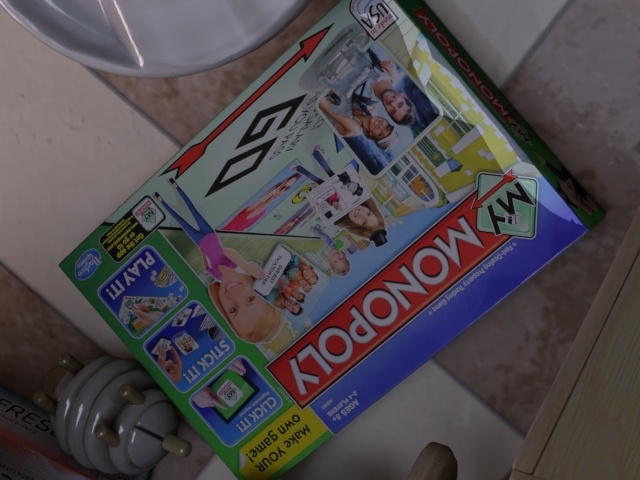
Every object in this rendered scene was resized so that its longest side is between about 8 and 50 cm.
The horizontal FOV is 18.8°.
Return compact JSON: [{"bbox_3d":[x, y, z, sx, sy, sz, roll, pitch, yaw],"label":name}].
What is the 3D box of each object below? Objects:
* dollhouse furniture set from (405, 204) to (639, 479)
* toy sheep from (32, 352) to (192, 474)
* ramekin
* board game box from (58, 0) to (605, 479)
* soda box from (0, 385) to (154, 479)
[{"bbox_3d":[0.228,0.183,1.150,0.362,0.256,0.394,17,142,20],"label":"dollhouse furniture set"},{"bbox_3d":[-0.144,0.122,1.349,0.132,0.091,0.091,28,115,32],"label":"toy sheep"},{"bbox_3d":[-0.090,-0.243,1.197,0.273,0.127,0.273,6,108,19],"label":"ramekin"},{"bbox_3d":[0.000,0.000,1.280,0.317,0.046,0.213,-41,87,26],"label":"board game box"},{"bbox_3d":[-0.217,0.157,1.403,0.183,0.063,0.058,25,114,14],"label":"soda box"}]
